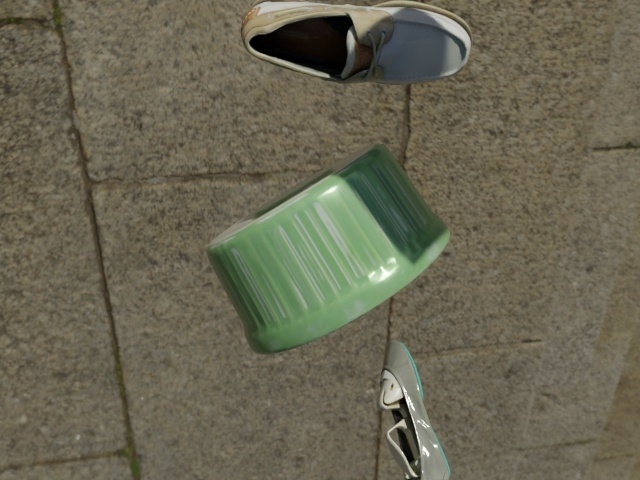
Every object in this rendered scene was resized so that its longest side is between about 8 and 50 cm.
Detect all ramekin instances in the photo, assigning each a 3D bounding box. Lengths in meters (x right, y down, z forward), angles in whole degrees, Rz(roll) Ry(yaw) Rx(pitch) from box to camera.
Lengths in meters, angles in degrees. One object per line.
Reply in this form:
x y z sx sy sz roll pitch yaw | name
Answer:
0.000 0.000 0.791 0.303 0.303 0.148 -31 98 5 | ramekin

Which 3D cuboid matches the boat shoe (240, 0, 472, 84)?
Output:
0.047 -0.248 0.781 0.302 0.103 0.113 4 126 2 | boat shoe

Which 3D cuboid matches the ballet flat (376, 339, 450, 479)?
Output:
0.115 0.242 0.838 0.068 0.213 0.072 -7 154 -22 | ballet flat
